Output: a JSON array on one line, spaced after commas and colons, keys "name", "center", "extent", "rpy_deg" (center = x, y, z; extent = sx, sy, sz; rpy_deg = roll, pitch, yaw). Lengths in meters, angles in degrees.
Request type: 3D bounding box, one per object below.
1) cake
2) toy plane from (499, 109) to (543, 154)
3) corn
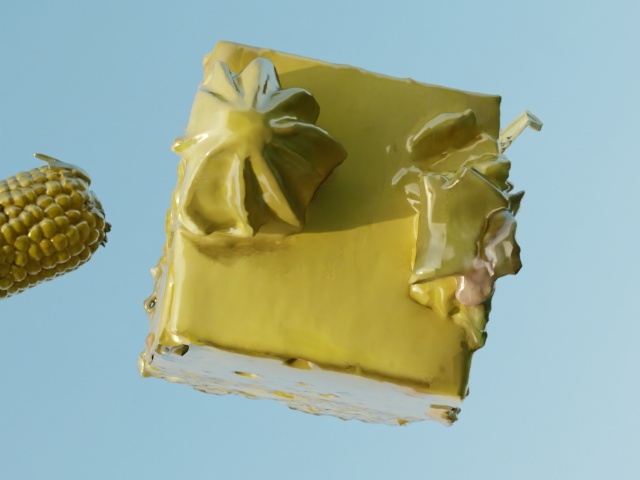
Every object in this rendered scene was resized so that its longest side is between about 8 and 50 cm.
[{"name": "cake", "center": [0.000, 0.000, 0.958], "extent": [0.227, 0.286, 0.223], "rpy_deg": [10, -101, -8]}, {"name": "toy plane", "center": [0.145, -0.046, 1.460], "extent": [0.104, 0.256, 0.242], "rpy_deg": [20, -67, -23]}, {"name": "corn", "center": [-0.287, 0.014, 1.089], "extent": [0.260, 0.091, 0.091], "rpy_deg": [-22, -34, -23]}]
